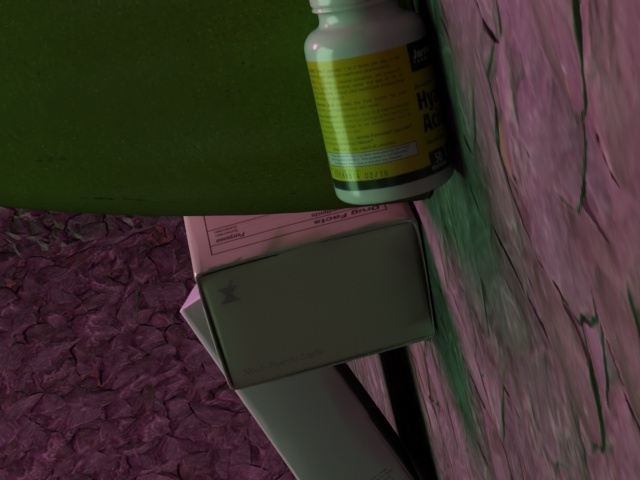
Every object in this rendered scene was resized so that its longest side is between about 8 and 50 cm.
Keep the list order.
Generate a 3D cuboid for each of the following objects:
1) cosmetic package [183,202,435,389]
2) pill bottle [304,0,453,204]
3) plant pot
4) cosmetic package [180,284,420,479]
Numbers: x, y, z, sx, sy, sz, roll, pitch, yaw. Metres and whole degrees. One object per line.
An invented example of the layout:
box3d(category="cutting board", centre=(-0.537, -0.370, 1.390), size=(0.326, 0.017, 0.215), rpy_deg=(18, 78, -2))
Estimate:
box3d(category="cosmetic package", centre=(-0.027, -0.039, 1.141), size=(0.309, 0.160, 0.113), rpy_deg=(-106, 2, -54))
box3d(category="pill bottle", centre=(0.027, -0.082, 0.765), size=(0.065, 0.065, 0.116), rpy_deg=(-114, 10, -75))
box3d(category="plant pot", centre=(-0.107, -0.124, 0.913), size=(0.275, 0.293, 0.275), rpy_deg=(166, 90, -87))
box3d(category="cosmetic package", centre=(-0.019, 0.144, 1.511), size=(0.284, 0.097, 0.377), rpy_deg=(57, 180, -3))
